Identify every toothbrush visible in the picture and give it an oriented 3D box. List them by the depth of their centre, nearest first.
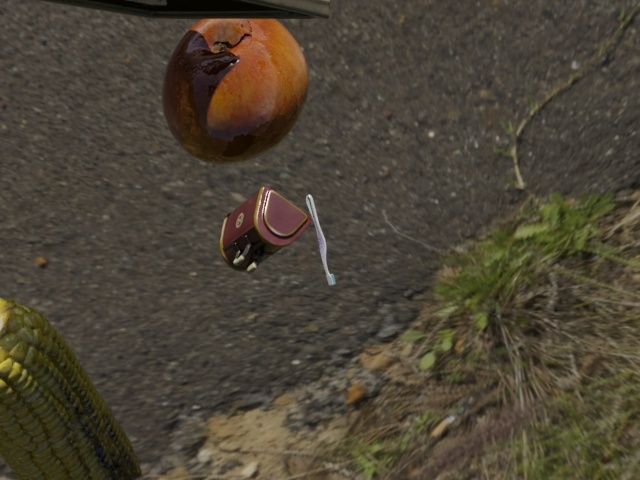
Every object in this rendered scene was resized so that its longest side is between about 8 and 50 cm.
[{"bbox_3d":[0.000,0.000,1.356,0.011,0.013,0.131,-16,89,37],"label":"toothbrush"}]

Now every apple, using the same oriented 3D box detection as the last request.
[{"bbox_3d":[-0.124,-0.223,1.393,0.211,0.173,0.234,-9,42,6],"label":"apple"}]

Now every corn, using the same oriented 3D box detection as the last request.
[{"bbox_3d":[-0.170,0.113,0.613,0.072,0.203,0.072,-9,45,9],"label":"corn"}]

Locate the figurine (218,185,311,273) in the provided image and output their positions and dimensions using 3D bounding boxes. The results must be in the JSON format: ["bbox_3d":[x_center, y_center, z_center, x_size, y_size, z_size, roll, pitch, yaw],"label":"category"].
[{"bbox_3d":[-0.091,0.005,1.339,0.082,0.154,0.098,33,55,-18],"label":"figurine"}]

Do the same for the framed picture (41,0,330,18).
[{"bbox_3d":[-0.157,-0.202,0.792,0.211,0.290,0.020,7,99,32],"label":"framed picture"}]
